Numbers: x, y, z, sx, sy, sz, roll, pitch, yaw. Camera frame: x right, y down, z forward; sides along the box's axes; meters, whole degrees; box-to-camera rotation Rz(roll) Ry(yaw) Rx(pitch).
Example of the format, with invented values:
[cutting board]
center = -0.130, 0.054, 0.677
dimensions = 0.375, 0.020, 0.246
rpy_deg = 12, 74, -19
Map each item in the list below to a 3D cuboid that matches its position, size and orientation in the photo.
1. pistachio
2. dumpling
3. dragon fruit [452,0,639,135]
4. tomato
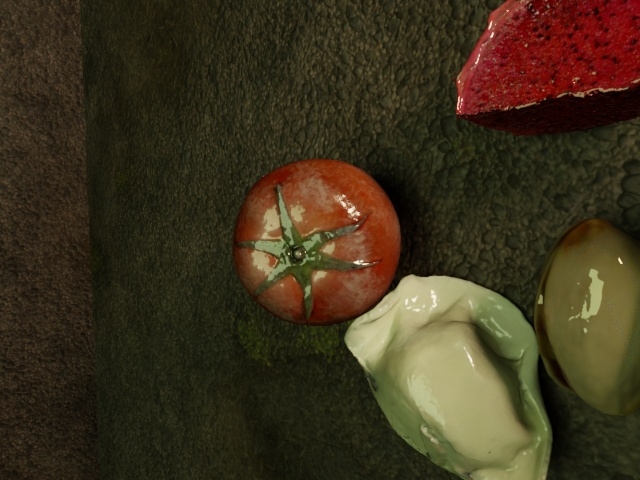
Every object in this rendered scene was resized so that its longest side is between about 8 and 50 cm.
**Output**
[pistachio]
center = 0.314, 0.082, 0.605
dimensions = 0.144, 0.143, 0.215
rpy_deg = 3, 95, 47
[dumpling]
center = 0.199, 0.191, 0.759
dimensions = 0.318, 0.187, 0.243
rpy_deg = 40, 84, 22
[dragon fruit]
center = 0.298, -0.217, 0.601
dimensions = 0.274, 0.126, 0.161
rpy_deg = -4, 82, 38
[tomato]
center = 0.000, 0.000, 0.851
dimensions = 0.264, 0.264, 0.265
rpy_deg = 8, 101, 46
